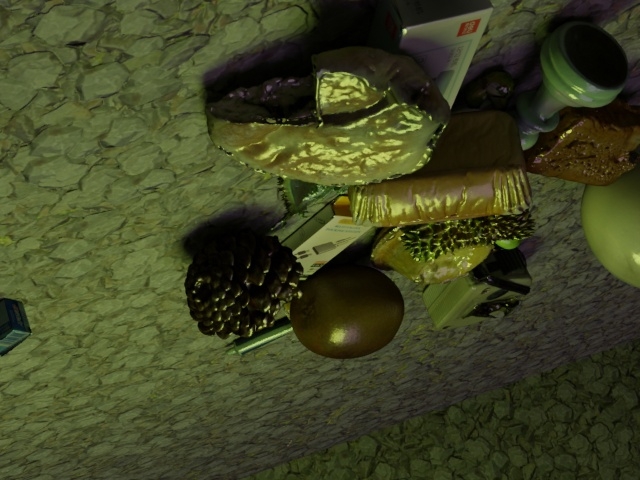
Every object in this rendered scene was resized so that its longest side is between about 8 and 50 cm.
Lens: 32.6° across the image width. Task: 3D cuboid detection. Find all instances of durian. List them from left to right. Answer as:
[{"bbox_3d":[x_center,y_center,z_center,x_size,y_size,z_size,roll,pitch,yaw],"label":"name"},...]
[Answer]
[{"bbox_3d":[-0.006,-0.106,1.663,0.215,0.100,0.086,-37,152,9],"label":"durian"},{"bbox_3d":[0.239,-0.061,1.862,0.236,0.177,0.200,-9,-179,41],"label":"durian"}]

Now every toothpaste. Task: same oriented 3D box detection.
[{"bbox_3d":[-0.598,0.190,1.807,0.272,0.066,0.053,-31,157,18],"label":"toothpaste"},{"bbox_3d":[-0.113,0.203,2.342,0.197,0.035,0.057,-24,-164,5],"label":"toothpaste"}]

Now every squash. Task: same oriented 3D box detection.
[{"bbox_3d":[0.288,-0.229,1.769,0.027,0.027,0.083,-28,157,12],"label":"squash"}]

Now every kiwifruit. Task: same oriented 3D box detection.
[{"bbox_3d":[0.058,0.140,2.164,0.234,0.196,0.196,-1,149,-48],"label":"kiwifruit"}]

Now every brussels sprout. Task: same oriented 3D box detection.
[{"bbox_3d":[0.262,-0.235,1.706,0.083,0.046,0.051,-25,131,18],"label":"brussels sprout"}]

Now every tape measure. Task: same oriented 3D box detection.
[{"bbox_3d":[0.379,0.098,2.465,0.231,0.133,0.271,-12,153,-24],"label":"tape measure"}]

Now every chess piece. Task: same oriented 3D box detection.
[{"bbox_3d":[0.353,-0.213,1.726,0.139,0.139,0.272,-9,155,-32],"label":"chess piece"}]

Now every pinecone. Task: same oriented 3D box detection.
[{"bbox_3d":[-0.132,0.070,1.858,0.184,0.179,0.204,-10,-176,29],"label":"pinecone"}]

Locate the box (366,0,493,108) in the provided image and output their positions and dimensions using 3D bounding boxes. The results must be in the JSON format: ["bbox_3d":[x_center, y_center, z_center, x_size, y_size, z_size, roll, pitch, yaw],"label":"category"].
[{"bbox_3d":[0.132,-0.254,1.493,0.135,0.079,0.269,-16,157,-16],"label":"box"}]

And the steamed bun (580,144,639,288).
[{"bbox_3d":[0.680,-0.056,2.156,0.324,0.324,0.206,-21,153,-4],"label":"steamed bun"}]

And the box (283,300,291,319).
[{"bbox_3d":[-0.004,0.124,2.291,0.149,0.020,0.073,-23,159,0],"label":"box"}]

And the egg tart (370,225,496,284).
[{"bbox_3d":[0.237,0.001,2.130,0.290,0.115,0.290,-20,156,-9],"label":"egg tart"}]

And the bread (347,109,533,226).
[{"bbox_3d":[0.181,-0.109,1.708,0.288,0.153,0.119,-7,149,5],"label":"bread"}]

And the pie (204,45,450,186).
[{"bbox_3d":[0.012,-0.159,1.487,0.337,0.075,0.337,0,158,0],"label":"pie"}]

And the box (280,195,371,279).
[{"bbox_3d":[0.000,0.000,1.999,0.129,0.033,0.247,3,146,-47],"label":"box"}]

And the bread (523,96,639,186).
[{"bbox_3d":[0.480,-0.190,1.946,0.185,0.109,0.380,-45,152,27],"label":"bread"}]
